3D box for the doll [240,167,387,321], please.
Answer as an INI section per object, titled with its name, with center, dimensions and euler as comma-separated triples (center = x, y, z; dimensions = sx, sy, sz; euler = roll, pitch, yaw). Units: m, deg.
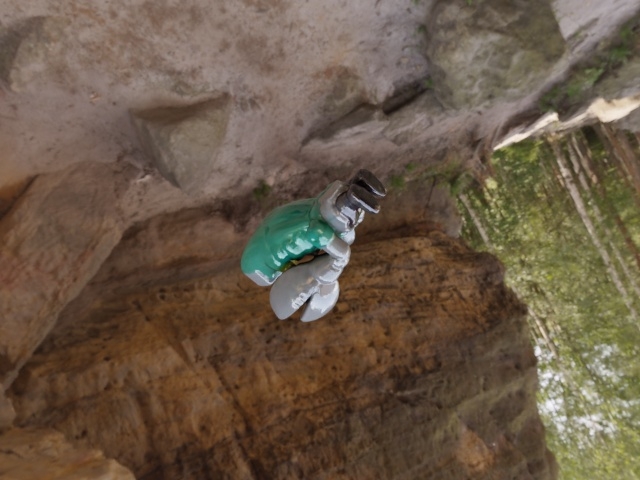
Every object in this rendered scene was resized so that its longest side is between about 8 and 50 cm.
[doll]
center = -0.011, 0.015, 0.642
dimensions = 0.195, 0.153, 0.258
euler = -50, -166, -18
